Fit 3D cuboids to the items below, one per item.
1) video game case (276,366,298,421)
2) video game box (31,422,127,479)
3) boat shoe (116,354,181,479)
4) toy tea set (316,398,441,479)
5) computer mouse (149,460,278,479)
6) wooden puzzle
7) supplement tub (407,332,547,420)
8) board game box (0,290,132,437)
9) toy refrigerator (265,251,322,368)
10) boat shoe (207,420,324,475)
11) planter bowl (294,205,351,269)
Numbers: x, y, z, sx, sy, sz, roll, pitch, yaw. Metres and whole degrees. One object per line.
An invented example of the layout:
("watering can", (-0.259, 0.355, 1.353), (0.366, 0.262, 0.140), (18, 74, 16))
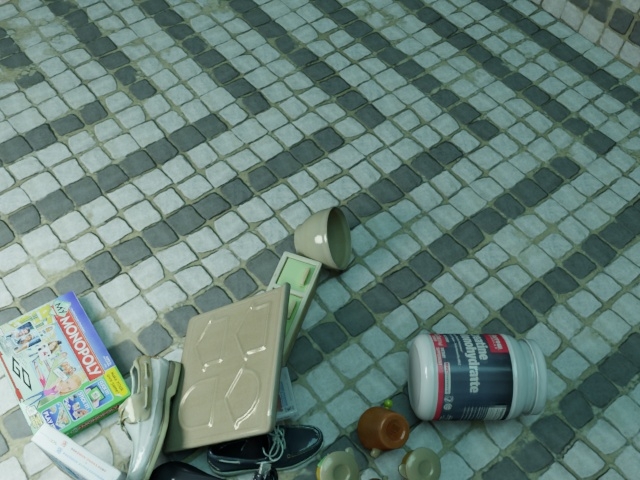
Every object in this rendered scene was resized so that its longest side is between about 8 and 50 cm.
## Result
("video game case", (-0.130, 0.347, 1.508), (0.143, 0.019, 0.157), (-13, 29, -6))
("video game box", (-0.457, 0.453, 1.346), (0.187, 0.205, 0.048), (29, 59, 16))
("boat shoe", (-0.375, 0.373, 1.441), (0.103, 0.113, 0.302), (20, 35, -16))
("toy tea set", (0.083, 0.494, 1.439), (0.336, 0.124, 0.200), (-29, 91, -26))
("computer mouse", (-0.230, 0.519, 1.368), (0.272, 0.072, 0.189), (10, 81, 8))
("wooden puzzle", (-0.186, 0.281, 1.463), (0.080, 0.347, 0.322), (35, 45, -35))
("supplement tub", (0.341, 0.302, 1.521), (0.272, 0.191, 0.191), (0, 55, -4))
("board game box", (-0.591, 0.286, 1.551), (0.213, 0.046, 0.317), (-29, 62, -21))
("toy refrigerator", (-0.088, 0.163, 1.646), (0.102, 0.094, 0.270), (18, 55, 9))
("boat shoe", (-0.115, 0.435, 1.461), (0.254, 0.079, 0.095), (-5, 52, -9))
("planter bowl", (0.000, 0.000, 1.744), (0.109, 0.162, 0.162), (-8, 51, 23))
